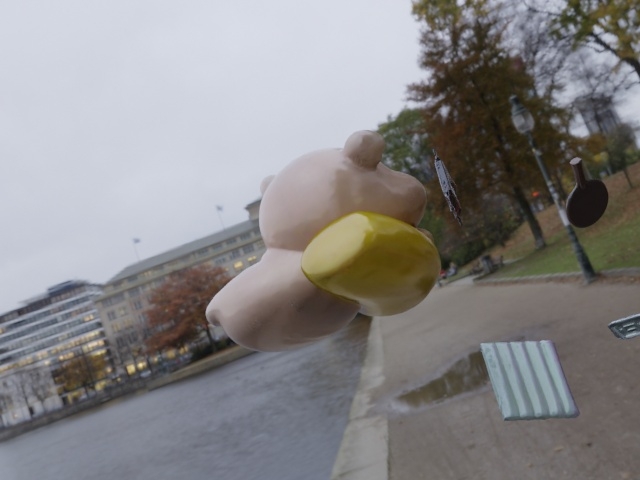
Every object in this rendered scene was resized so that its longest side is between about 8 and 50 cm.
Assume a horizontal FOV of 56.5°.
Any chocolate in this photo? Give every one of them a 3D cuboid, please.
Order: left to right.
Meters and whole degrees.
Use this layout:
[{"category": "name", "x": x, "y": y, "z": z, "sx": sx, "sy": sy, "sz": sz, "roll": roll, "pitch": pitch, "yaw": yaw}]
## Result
[{"category": "chocolate", "x": 0.278, "y": -0.117, "z": 1.293, "sx": 0.028, "sy": 0.182, "sz": 0.086, "roll": -20, "pitch": -42, "yaw": 20}]

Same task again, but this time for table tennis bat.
[{"category": "table tennis bat", "x": 0.576, "y": -0.082, "z": 1.216, "sx": 0.107, "sy": 0.170, "sz": 0.119, "roll": -34, "pitch": 29, "yaw": -6}]

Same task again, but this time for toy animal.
[{"category": "toy animal", "x": 0.013, "y": 0.003, "z": 0.843, "sx": 0.278, "sy": 0.246, "sz": 0.345, "roll": 3, "pitch": -30, "yaw": -44}]

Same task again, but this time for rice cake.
[{"category": "rice cake", "x": 0.479, "y": 0.319, "z": 1.377, "sx": 0.189, "sy": 0.198, "sz": 0.037, "roll": -4, "pitch": -41, "yaw": 9}]

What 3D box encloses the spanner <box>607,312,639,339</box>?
[{"category": "spanner", "x": 0.525, "y": 0.089, "z": 0.828, "sx": 0.026, "sy": 0.093, "sz": 0.325, "roll": -23, "pitch": -12, "yaw": -27}]
